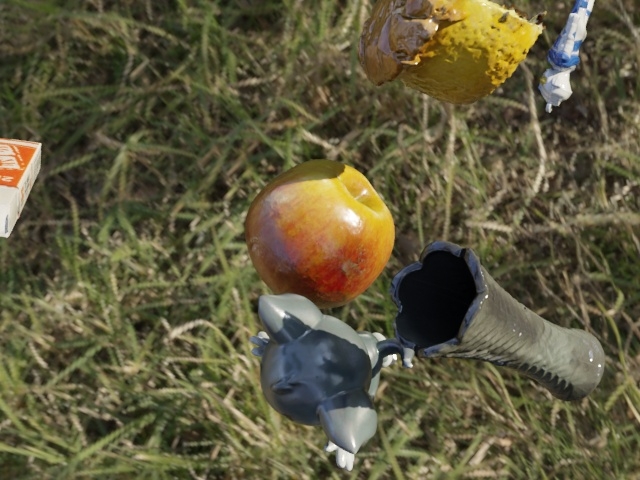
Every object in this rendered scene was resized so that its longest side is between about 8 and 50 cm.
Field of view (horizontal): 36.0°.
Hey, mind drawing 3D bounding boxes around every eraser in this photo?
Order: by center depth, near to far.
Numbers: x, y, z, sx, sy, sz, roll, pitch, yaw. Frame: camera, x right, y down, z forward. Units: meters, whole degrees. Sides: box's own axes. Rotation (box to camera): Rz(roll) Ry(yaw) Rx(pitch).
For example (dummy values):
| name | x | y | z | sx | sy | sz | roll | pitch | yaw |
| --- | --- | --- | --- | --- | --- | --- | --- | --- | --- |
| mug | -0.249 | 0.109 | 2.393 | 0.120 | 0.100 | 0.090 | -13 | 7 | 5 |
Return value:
| name | x | y | z | sx | sy | sz | roll | pitch | yaw |
| --- | --- | --- | --- | --- | --- | --- | --- | --- | --- |
| eraser | -0.375 | -0.062 | 0.990 | 0.157 | 0.038 | 0.230 | 5 | 19 | -10 |

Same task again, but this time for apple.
| name | x | y | z | sx | sy | sz | roll | pitch | yaw |
| --- | --- | --- | --- | --- | --- | --- | --- | --- | --- |
| apple | 0.000 | 0.000 | 1.231 | 0.173 | 0.195 | 0.160 | -42 | 35 | 26 |

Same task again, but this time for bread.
| name | x | y | z | sx | sy | sz | roll | pitch | yaw |
| --- | --- | --- | --- | --- | --- | --- | --- | --- | --- |
| bread | 0.127 | -0.227 | 1.099 | 0.260 | 0.160 | 0.147 | -114 | 45 | -67 |

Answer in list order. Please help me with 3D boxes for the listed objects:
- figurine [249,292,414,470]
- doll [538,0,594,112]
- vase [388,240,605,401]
| name | x | y | z | sx | sy | sz | roll | pitch | yaw |
| --- | --- | --- | --- | --- | --- | --- | --- | --- | --- |
| figurine | 0.028 | 0.156 | 1.116 | 0.140 | 0.265 | 0.193 | -36 | 69 | 37 |
| doll | 0.409 | -0.324 | 1.637 | 0.057 | 0.114 | 0.227 | 15 | 89 | 14 |
| vase | 0.184 | 0.091 | 0.958 | 0.115 | 0.237 | 0.115 | -26 | 52 | 39 |
